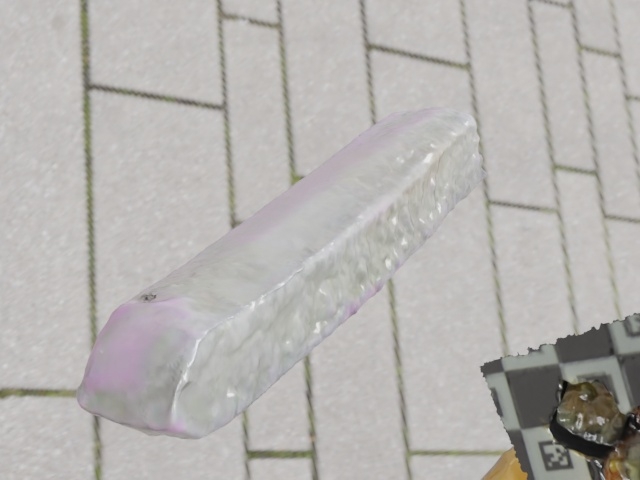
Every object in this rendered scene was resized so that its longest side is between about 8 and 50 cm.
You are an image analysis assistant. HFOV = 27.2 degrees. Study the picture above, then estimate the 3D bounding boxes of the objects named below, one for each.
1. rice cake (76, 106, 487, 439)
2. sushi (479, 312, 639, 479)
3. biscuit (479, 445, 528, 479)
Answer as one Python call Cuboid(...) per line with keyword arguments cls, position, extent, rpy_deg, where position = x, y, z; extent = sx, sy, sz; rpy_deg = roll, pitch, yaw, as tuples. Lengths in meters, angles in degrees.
Cuboid(cls="rice cake", position=(0.000, 0.000, 0.749), extent=(0.399, 0.070, 0.064), rpy_deg=(-39, 129, -56))
Cuboid(cls="sushi", position=(0.190, 0.092, 0.644), extent=(0.031, 0.201, 0.139), rpy_deg=(-21, 88, -53))
Cuboid(cls="biscuit", position=(0.168, 0.163, 0.918), extent=(0.204, 0.309, 0.040), rpy_deg=(-4, 48, -53))
